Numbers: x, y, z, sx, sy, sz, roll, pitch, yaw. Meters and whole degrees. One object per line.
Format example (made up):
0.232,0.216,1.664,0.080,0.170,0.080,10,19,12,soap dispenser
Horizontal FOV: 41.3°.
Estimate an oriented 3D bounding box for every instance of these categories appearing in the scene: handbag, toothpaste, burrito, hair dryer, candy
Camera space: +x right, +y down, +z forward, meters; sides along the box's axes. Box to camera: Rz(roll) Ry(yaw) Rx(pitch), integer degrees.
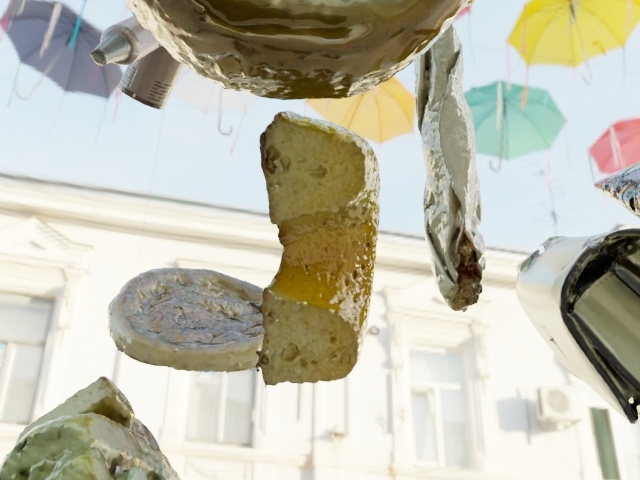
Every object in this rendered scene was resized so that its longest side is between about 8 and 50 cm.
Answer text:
0.337,0.095,0.924,0.160,0.237,0.358,-46,-5,4,handbag
0.219,-0.035,0.546,0.071,0.193,0.045,-29,-82,17,toothpaste
0.165,-0.105,1.101,0.076,0.392,0.117,-5,-9,4,burrito
-0.148,-0.210,0.758,0.053,0.220,0.195,28,-77,0,hair dryer
-0.014,-0.215,0.533,0.259,0.260,0.118,6,-8,-8,candy

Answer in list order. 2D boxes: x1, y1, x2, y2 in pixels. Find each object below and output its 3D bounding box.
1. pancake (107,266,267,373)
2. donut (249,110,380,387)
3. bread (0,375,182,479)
-0.183,0.125,1.413,0.356,0.356,0.065,10,-73,-13,pancake
0.001,-0.006,0.785,0.101,0.152,0.259,4,-67,11,donut
-0.084,0.137,0.358,0.064,0.117,0.156,-17,-57,-2,bread
